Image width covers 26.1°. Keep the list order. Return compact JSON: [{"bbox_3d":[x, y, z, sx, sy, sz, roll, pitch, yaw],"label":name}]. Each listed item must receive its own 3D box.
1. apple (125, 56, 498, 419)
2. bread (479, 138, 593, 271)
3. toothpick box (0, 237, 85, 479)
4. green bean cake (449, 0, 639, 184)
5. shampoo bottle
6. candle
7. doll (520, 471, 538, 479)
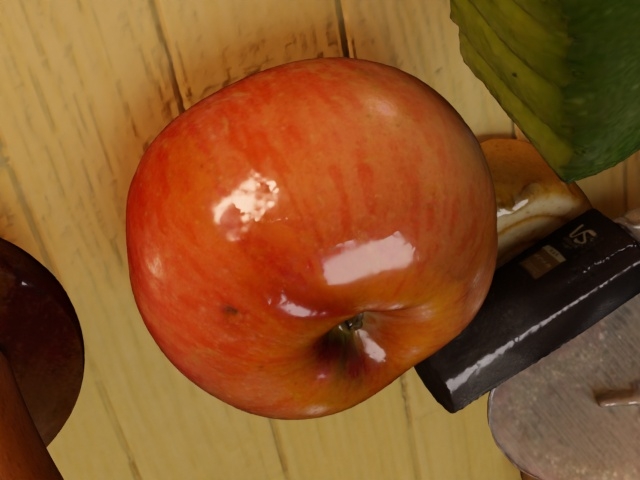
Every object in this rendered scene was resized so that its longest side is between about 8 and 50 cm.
[{"bbox_3d":[0.000,0.000,0.756,0.209,0.164,0.209,-15,136,-15],"label":"apple"},{"bbox_3d":[0.108,0.011,0.886,0.122,0.073,0.149,12,122,-37],"label":"bread"},{"bbox_3d":[-0.190,0.122,0.670,0.192,0.294,0.192,-13,130,-16],"label":"toothpick box"},{"bbox_3d":[0.163,-0.160,0.607,0.222,0.125,0.248,-29,150,-3],"label":"green bean cake"},{"bbox_3d":[0.151,0.029,0.839,0.207,0.057,0.063,-31,140,-8],"label":"shampoo bottle"},{"bbox_3d":[0.216,0.104,0.908,0.192,0.168,0.068,-42,169,12],"label":"candle"},{"bbox_3d":[0.220,0.289,1.113,0.152,0.196,0.256,6,120,-11],"label":"doll"}]
